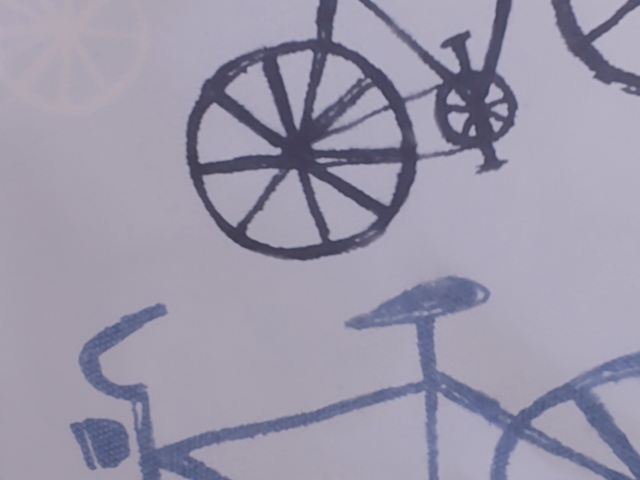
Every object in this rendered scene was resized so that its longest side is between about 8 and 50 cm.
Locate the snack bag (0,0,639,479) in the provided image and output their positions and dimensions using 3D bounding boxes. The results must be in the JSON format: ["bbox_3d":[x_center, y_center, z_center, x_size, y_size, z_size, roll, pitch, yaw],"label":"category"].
[{"bbox_3d":[0.000,0.000,0.466,0.323,0.037,0.343,-23,103,21],"label":"snack bag"}]
